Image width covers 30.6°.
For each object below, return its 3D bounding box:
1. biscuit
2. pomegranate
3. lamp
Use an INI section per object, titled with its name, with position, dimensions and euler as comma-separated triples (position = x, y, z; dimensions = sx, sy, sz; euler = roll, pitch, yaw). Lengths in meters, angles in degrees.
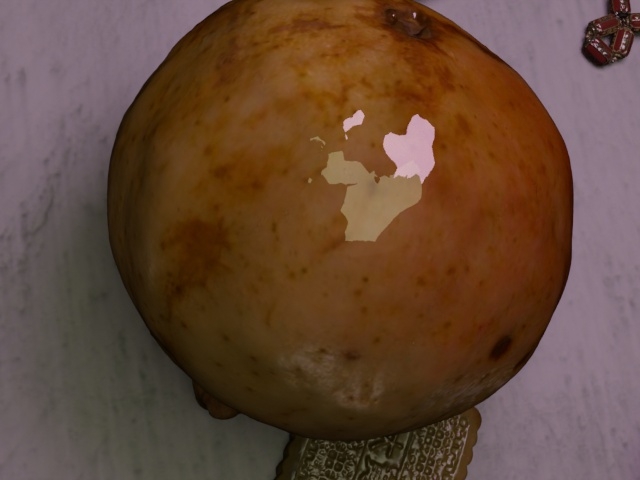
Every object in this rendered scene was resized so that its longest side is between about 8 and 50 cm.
[biscuit]
position = 0.036, 0.243, 1.065
dimensions = 0.172, 0.029, 0.254
euler = 23, 75, -8
[pomegranate]
position = 0.000, 0.000, 0.957
dimensions = 0.410, 0.410, 0.410
euler = 2, 78, -12
[lamp]
position = 0.309, -0.217, 1.219
dimensions = 0.063, 0.031, 0.083
euler = 39, 77, -1
